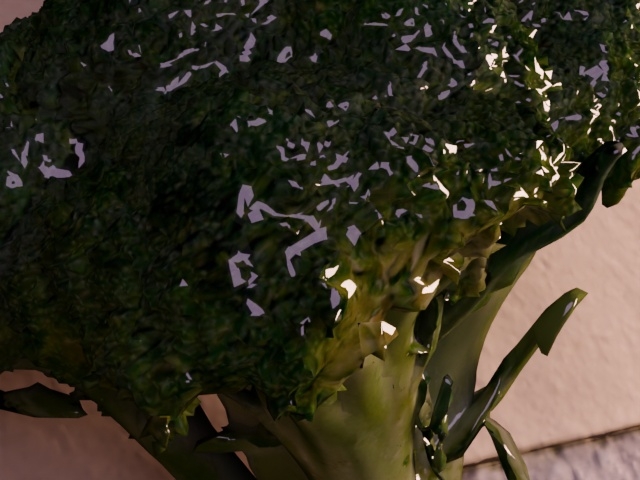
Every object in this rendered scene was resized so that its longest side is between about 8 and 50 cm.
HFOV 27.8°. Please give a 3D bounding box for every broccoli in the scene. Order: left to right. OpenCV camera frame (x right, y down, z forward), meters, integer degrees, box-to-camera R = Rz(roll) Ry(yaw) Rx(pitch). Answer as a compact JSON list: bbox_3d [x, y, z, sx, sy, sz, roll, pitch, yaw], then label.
[{"bbox_3d":[0.000,0.000,0.495,0.321,0.304,0.283,-21,106,-25],"label":"broccoli"}]
